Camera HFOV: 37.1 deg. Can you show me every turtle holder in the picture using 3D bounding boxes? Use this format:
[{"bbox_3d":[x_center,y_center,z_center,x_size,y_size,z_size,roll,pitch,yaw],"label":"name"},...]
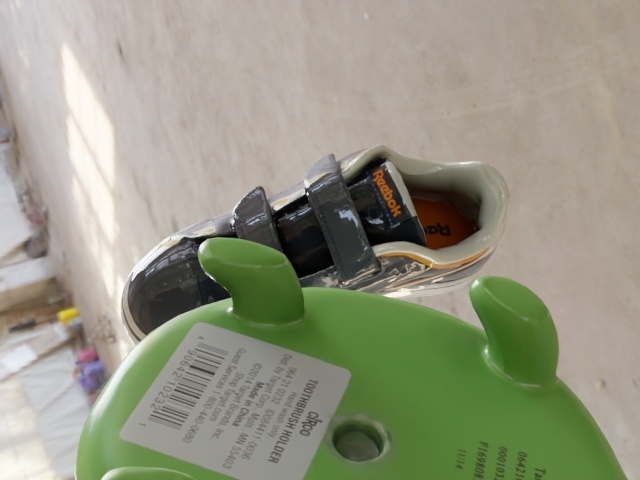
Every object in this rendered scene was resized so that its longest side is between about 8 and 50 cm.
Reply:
[{"bbox_3d":[0.039,0.154,0.492,0.243,0.320,0.228,-107,20,-51],"label":"turtle holder"}]

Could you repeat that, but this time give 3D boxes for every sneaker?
[{"bbox_3d":[0.000,0.000,0.750,0.127,0.321,0.126,112,139,-60],"label":"sneaker"}]
